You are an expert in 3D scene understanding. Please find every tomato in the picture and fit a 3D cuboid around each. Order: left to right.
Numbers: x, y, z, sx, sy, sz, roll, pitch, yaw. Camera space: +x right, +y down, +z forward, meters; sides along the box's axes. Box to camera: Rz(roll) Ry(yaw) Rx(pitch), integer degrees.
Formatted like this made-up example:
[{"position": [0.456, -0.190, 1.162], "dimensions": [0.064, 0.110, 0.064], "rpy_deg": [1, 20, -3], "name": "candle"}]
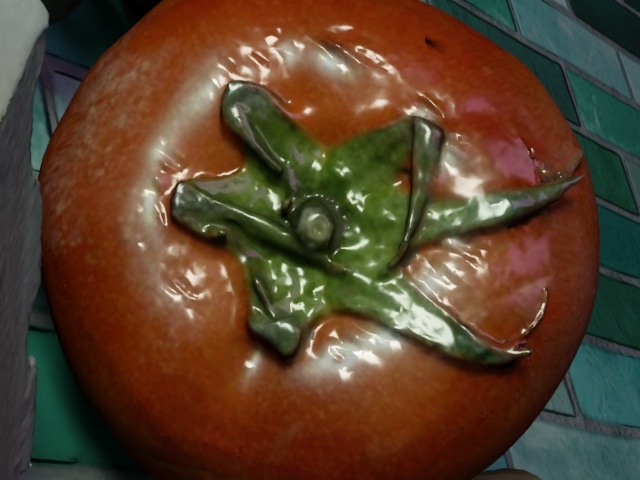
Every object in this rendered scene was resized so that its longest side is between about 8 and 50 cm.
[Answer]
[{"position": [0.000, 0.000, 0.967], "dimensions": [0.273, 0.341, 0.341], "rpy_deg": [54, 13, -84], "name": "tomato"}]

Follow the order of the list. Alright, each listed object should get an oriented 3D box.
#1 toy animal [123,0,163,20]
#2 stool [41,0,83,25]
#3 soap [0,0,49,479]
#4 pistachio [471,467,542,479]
[{"position": [-0.099, -0.243, 1.197], "dimensions": [0.185, 0.122, 0.298], "rpy_deg": [65, 16, -3], "name": "toy animal"}, {"position": [-0.204, -0.196, 1.024], "dimensions": [0.096, 0.096, 0.110], "rpy_deg": [13, 52, -55], "name": "stool"}, {"position": [-0.165, 0.076, 0.696], "dimensions": [0.302, 0.257, 0.159], "rpy_deg": [52, 29, -21], "name": "soap"}, {"position": [0.095, 0.260, 1.048], "dimensions": [0.187, 0.187, 0.299], "rpy_deg": [59, 25, -9], "name": "pistachio"}]
